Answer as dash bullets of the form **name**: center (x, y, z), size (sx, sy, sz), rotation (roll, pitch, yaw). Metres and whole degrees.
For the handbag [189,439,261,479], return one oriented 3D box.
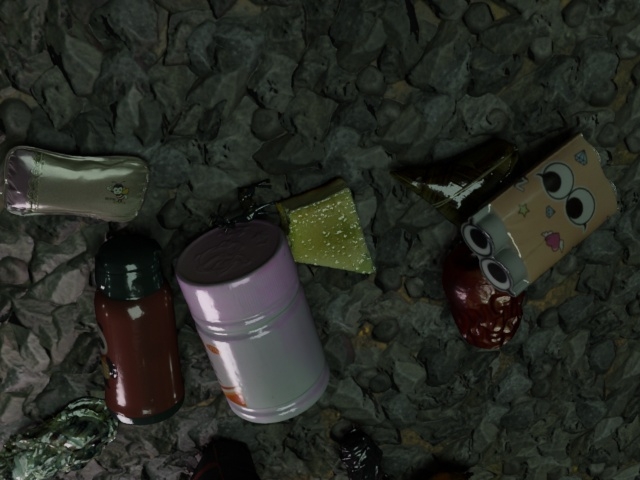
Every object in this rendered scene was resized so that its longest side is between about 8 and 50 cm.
- **handbag**: center (-0.190, 0.528, 1.738), size (0.155, 0.215, 0.169), rotation (19, 115, -33)

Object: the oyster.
- **oyster**: center (-0.509, 0.394, 1.664), size (0.252, 0.087, 0.200), rotation (-5, 120, -27)

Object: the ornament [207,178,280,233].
- **ornament**: center (-0.136, -0.057, 1.518), size (0.125, 0.074, 0.028), rotation (-21, 161, 0)

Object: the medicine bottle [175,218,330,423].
- **medicine bottle**: center (-0.114, 0.143, 1.550), size (0.202, 0.202, 0.316), rotation (-19, 121, -5)

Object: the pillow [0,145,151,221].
- **pillow**: center (-0.399, -0.089, 1.440), size (0.232, 0.038, 0.131), rotation (6, 119, -21)

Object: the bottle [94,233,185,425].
- **bottle**: center (-0.319, 0.149, 1.538), size (0.143, 0.144, 0.336), rotation (-6, 117, -12)

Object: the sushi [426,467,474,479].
- **sushi**: center (0.256, 0.618, 1.908), size (0.287, 0.149, 0.140), rotation (-57, 155, -16)

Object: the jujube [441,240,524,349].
- **jujube**: center (0.313, 0.104, 1.684), size (0.155, 0.155, 0.230), rotation (-17, 131, -6)

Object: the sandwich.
- **sandwich**: center (0.000, 0.000, 1.590), size (0.162, 0.058, 0.193), rotation (-22, 123, -1)

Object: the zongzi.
- **zongzi**: center (0.246, -0.138, 1.574), size (0.184, 0.084, 0.187), rotation (35, 98, -18)

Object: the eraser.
- **eraser**: center (0.396, -0.048, 1.582), size (0.290, 0.087, 0.171), rotation (-36, 102, -21)

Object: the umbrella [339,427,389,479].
- **umbrella**: center (0.116, 0.534, 1.896), size (0.094, 0.090, 0.326), rotation (-25, 122, -5)
